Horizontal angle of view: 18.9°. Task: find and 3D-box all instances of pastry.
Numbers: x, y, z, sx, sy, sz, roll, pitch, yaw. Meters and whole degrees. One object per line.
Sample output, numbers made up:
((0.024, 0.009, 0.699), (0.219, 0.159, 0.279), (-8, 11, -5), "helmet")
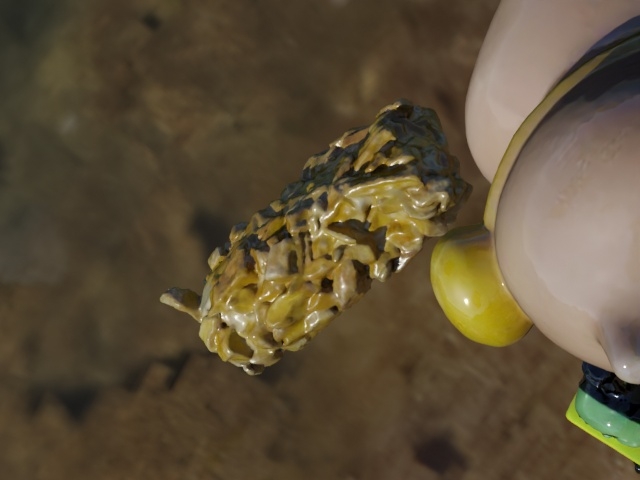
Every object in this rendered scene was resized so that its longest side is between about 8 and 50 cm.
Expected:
((0.000, 0.000, 1.470), (0.250, 0.102, 0.154), (-38, 20, 16), "pastry")

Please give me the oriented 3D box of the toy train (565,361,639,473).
((0.236, 0.000, 1.079), (0.100, 0.160, 0.296), (33, 99, 37), "toy train")

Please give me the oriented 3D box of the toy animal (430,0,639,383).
((0.130, -0.033, 0.757), (0.165, 0.149, 0.248), (9, 45, -10), "toy animal")
